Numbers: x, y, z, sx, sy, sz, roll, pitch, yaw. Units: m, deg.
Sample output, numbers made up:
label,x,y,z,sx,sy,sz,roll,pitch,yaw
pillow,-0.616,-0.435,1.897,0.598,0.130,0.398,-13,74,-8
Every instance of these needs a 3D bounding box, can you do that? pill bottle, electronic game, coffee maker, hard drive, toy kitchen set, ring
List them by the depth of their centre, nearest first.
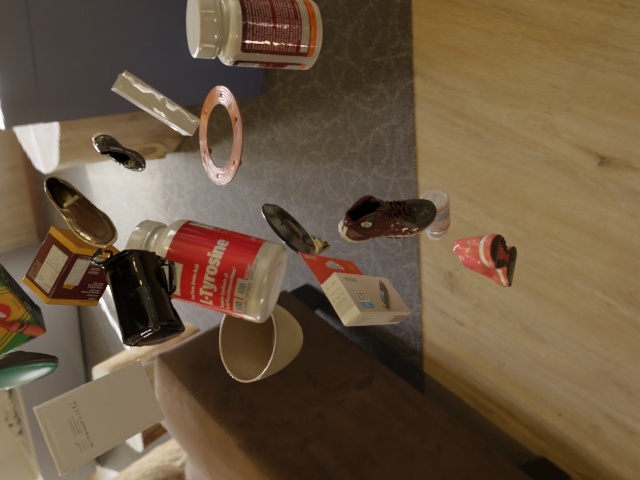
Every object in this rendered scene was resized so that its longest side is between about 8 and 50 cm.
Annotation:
label,x,y,z,sx,sy,sz,roll,pitch,yaw
coffee maker,-0.371,0.119,0.976,0.120,0.171,0.178,-40,63,31
pill bottle,-0.317,0.072,1.347,0.408,0.229,0.228,14,122,6
hard drive,-0.669,0.532,1.479,0.040,0.319,0.210,-33,81,47
electronic game,-0.096,-0.028,1.488,0.048,0.229,0.229,-43,75,12
pill bottle,0.357,-0.076,1.491,0.087,0.087,0.160,26,153,33
pill bottle,-0.213,-0.672,1.543,0.224,0.393,0.223,23,116,60
ring,-0.338,-0.358,1.661,0.337,0.032,0.336,13,106,52
toy kitchen set,0.000,0.000,1.922,0.068,0.075,0.083,53,148,16

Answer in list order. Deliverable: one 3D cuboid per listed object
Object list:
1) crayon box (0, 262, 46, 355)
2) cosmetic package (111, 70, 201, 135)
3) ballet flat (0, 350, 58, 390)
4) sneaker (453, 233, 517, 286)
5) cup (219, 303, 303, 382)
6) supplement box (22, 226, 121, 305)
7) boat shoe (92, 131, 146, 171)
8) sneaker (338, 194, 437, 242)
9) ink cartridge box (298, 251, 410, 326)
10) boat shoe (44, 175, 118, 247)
label,x,y,z,sx,sy,sz,roll,pitch,yaw
crayon box,-0.706,0.166,0.865,0.081,0.319,0.202,44,155,40
cosmetic package,-0.471,-0.391,1.391,0.060,0.239,0.099,-60,32,-2
ballet flat,-0.707,0.280,1.002,0.096,0.281,0.095,51,140,24
sneaker,0.486,0.050,1.418,0.136,0.314,0.115,6,73,36
cup,-0.210,0.392,1.931,0.331,0.237,0.330,-11,73,39
supplement box,-0.754,0.085,1.484,0.129,0.191,0.194,32,94,23
boat shoe,-0.578,-0.238,1.402,0.075,0.206,0.064,-25,68,7
sneaker,0.189,-0.071,1.282,0.162,0.282,0.106,91,163,-68
ink cartridge box,0.104,0.125,1.397,0.066,0.296,0.261,-46,60,22
boat shoe,-0.659,-0.079,1.307,0.258,0.095,0.095,38,161,14
